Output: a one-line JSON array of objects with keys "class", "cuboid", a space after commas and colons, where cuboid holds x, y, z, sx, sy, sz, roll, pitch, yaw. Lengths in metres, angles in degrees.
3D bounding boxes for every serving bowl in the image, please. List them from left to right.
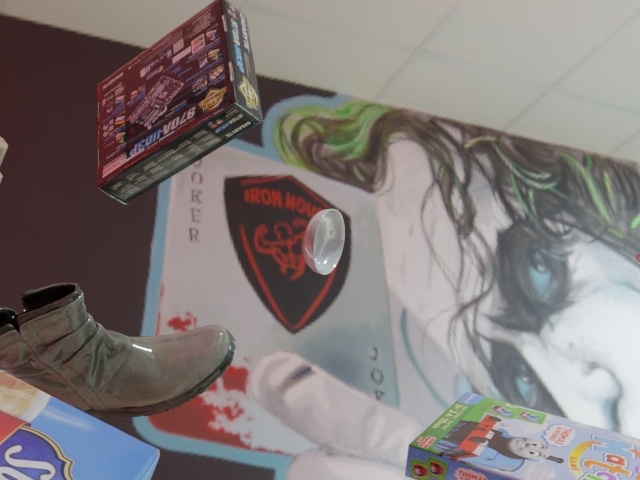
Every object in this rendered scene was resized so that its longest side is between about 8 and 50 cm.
[{"class": "serving bowl", "cuboid": [0.000, 0.000, 0.996, 0.027, 0.083, 0.083, 10, -18, 26]}]

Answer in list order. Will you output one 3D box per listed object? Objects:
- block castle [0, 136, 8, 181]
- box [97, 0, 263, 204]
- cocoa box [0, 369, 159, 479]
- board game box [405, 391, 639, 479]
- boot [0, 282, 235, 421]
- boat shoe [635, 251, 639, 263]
[{"class": "block castle", "cuboid": [-0.520, 0.000, 0.769, 0.303, 0.453, 0.213, 25, -68, -12]}, {"class": "box", "cuboid": [-0.178, -0.168, 0.964, 0.220, 0.175, 0.051, -28, -36, 24]}, {"class": "cocoa box", "cuboid": [-0.267, 0.241, 0.389, 0.228, 0.231, 0.347, 25, -71, 4]}, {"class": "board game box", "cuboid": [0.210, 0.210, 0.757, 0.211, 0.039, 0.160, 12, 14, 28]}, {"class": "boot", "cuboid": [-0.225, 0.109, 0.831, 0.247, 0.083, 0.161, -20, -57, 1]}, {"class": "boat shoe", "cuboid": [0.396, 0.021, 0.893, 0.100, 0.035, 0.035, -4, -31, -32]}]
